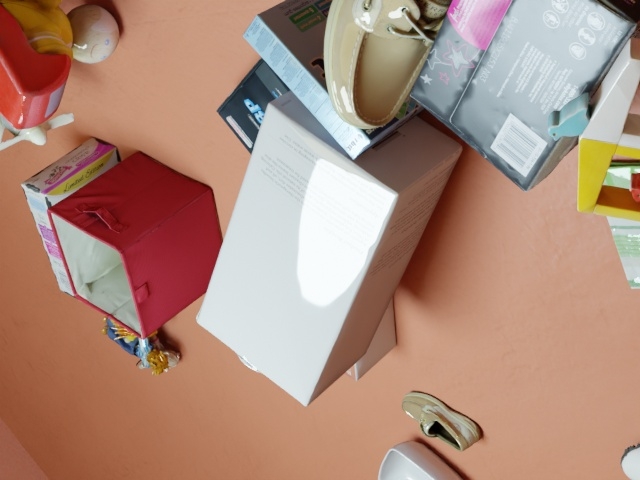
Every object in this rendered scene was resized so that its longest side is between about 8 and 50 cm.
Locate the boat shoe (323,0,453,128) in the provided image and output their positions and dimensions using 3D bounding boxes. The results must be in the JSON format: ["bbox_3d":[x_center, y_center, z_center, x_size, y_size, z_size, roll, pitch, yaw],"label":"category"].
[{"bbox_3d":[0.086,-0.241,1.176,0.098,0.109,0.302,45,125,49],"label":"boat shoe"}]

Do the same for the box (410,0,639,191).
[{"bbox_3d":[0.217,-0.195,1.117,0.163,0.142,0.247,42,148,13],"label":"box"}]

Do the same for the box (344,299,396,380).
[{"bbox_3d":[0.027,0.089,1.692,0.130,0.091,0.170,26,140,34],"label":"box"}]

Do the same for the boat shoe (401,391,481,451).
[{"bbox_3d":[0.166,0.262,1.733,0.135,0.045,0.050,21,137,39],"label":"boat shoe"}]

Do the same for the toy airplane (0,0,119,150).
[{"bbox_3d":[-0.432,-0.324,1.743,0.386,0.272,0.384,170,103,-64],"label":"toy airplane"}]

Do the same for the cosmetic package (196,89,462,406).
[{"bbox_3d":[0.000,0.000,1.460,0.197,0.155,0.365,37,133,16],"label":"cosmetic package"}]

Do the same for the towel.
[{"bbox_3d":[0.352,-0.015,1.247,0.113,0.023,0.152,2,122,48],"label":"towel"}]

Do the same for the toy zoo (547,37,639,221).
[{"bbox_3d":[0.343,-0.079,1.034,0.293,0.030,0.192,10,141,5],"label":"toy zoo"}]

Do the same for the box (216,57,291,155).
[{"bbox_3d":[-0.023,-0.131,1.570,0.220,0.051,0.175,52,148,-1],"label":"box"}]

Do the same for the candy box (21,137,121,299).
[{"bbox_3d":[-0.395,-0.034,2.037,0.071,0.159,0.233,22,138,37],"label":"candy box"}]

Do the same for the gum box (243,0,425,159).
[{"bbox_3d":[0.030,-0.198,1.332,0.184,0.157,0.041,49,138,5],"label":"gum box"}]

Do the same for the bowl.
[{"bbox_3d":[0.163,0.375,1.845,0.142,0.053,0.142,39,145,20],"label":"bowl"}]

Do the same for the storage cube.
[{"bbox_3d":[-0.286,0.004,1.905,0.184,0.193,0.215,26,140,34],"label":"storage cube"}]

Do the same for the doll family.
[{"bbox_3d":[-0.343,0.169,2.213,0.163,0.118,0.263,29,142,31],"label":"doll family"}]

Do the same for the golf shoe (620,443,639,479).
[{"bbox_3d":[0.427,0.306,1.404,0.198,0.094,0.077,22,139,40],"label":"golf shoe"}]
